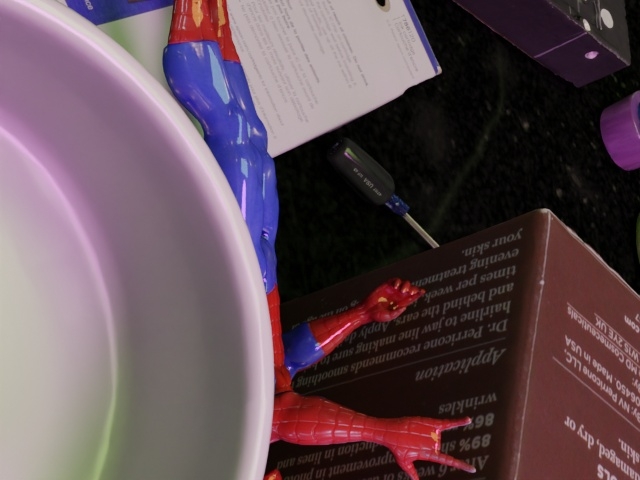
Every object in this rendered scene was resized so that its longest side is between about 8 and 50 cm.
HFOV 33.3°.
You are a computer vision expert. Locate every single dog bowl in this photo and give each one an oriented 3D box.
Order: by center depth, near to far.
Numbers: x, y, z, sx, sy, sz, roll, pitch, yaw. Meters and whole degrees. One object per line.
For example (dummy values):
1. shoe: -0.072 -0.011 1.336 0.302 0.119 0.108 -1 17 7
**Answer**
1. dog bowl: -0.151 0.046 0.342 0.265 0.104 0.265 4 84 -37

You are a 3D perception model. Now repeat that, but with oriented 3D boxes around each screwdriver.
1. screwdriver: 0.064 -0.012 0.703 0.170 0.024 0.025 37 78 -32

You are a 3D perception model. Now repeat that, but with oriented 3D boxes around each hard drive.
1. hard drive: 0.124 -0.294 0.853 0.339 0.064 0.237 24 57 -39

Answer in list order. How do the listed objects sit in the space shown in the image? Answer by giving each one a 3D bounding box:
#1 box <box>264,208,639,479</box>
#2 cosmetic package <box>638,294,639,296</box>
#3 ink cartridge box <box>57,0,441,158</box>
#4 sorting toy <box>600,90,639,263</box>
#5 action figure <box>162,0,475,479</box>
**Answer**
1. box: 0.042 0.191 0.465 0.143 0.191 0.381 40 49 -28
2. cosmetic package: 0.232 0.201 0.720 0.160 0.113 0.309 41 47 -28
3. ink cartridge box: -0.069 -0.113 0.574 0.332 0.065 0.165 -29 96 -47
4. sorting toy: 0.366 0.030 0.922 0.127 0.126 0.365 -20 89 -48
5. action figure: 0.000 0.000 0.467 0.091 0.139 0.280 2 89 -81
